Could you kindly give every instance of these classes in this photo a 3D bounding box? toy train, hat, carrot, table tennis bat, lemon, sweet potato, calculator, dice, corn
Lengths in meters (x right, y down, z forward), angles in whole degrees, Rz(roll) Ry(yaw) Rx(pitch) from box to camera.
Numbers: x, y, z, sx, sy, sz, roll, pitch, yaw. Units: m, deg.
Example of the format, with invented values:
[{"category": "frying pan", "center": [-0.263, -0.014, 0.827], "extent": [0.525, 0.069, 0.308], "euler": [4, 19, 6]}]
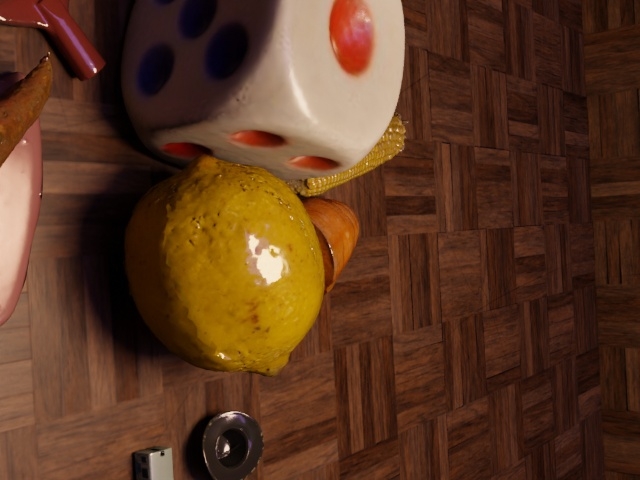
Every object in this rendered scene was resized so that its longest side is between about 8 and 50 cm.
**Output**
[{"category": "toy train", "center": [-0.221, 0.387, 1.073], "extent": [0.043, 0.047, 0.207], "euler": [0, 87, -54]}, {"category": "hat", "center": [-0.140, 0.309, 1.178], "extent": [0.121, 0.050, 0.121], "euler": [6, 82, -47]}, {"category": "carrot", "center": [0.000, 0.000, 1.307], "extent": [0.225, 0.159, 0.159], "euler": [-29, 111, -58]}, {"category": "table tennis bat", "center": [-0.364, -0.330, 0.944], "extent": [0.310, 0.038, 0.200], "euler": [57, 48, -28]}, {"category": "lemon", "center": [-0.124, 0.040, 1.048], "extent": [0.258, 0.258, 0.310], "euler": [-36, 109, -47]}, {"category": "sweet potato", "center": [-0.365, -0.085, 0.821], "extent": [0.066, 0.072, 0.314], "euler": [45, 60, -27]}, {"category": "calculator", "center": [-0.403, -0.047, 0.865], "extent": [0.220, 0.048, 0.330], "euler": [11, 82, -53]}, {"category": "dice", "center": [-0.076, -0.257, 1.087], "extent": [0.277, 0.304, 0.304], "euler": [18, 74, -51]}, {"category": "corn", "center": [0.042, -0.157, 1.402], "extent": [0.305, 0.106, 0.106], "euler": [-32, 113, -43]}]
